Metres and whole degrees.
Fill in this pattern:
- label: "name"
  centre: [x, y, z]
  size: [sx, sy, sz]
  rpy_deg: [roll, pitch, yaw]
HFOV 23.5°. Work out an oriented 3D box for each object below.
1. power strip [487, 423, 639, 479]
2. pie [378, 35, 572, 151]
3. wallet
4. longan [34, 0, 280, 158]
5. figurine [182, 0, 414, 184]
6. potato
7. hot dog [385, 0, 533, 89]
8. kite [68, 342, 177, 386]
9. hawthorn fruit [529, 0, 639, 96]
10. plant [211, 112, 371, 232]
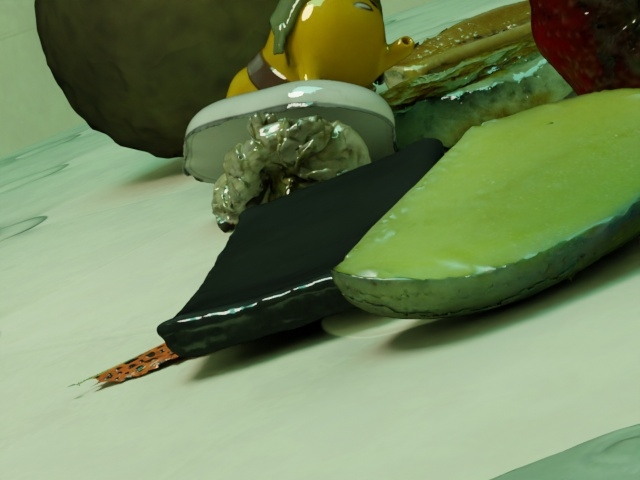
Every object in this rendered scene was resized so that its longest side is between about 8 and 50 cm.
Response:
- label: "power strip"
  centre: [-0.065, 0.128, 0.307]
  size: [0.385, 0.062, 0.091]
  rpy_deg: [-21, 10, 0]
- label: "pie"
  centre: [0.137, -0.128, 1.325]
  size: [0.240, 0.054, 0.240]
  rpy_deg: [-22, 10, 4]
- label: "wallet"
  centre: [0.000, -0.001, 0.904]
  size: [0.146, 0.030, 0.285]
  rpy_deg: [-16, 13, 11]
- label: "longan"
  centre: [-0.148, -0.285, 1.792]
  size: [0.391, 0.391, 0.391]
  rpy_deg: [-19, 10, 3]
- label: "figurine"
  centre: [-0.027, -0.134, 1.239]
  size: [0.166, 0.141, 0.250]
  rpy_deg: [10, -16, -34]
- label: "potato"
  centre: [0.099, -0.009, 0.743]
  size: [0.198, 0.054, 0.119]
  rpy_deg: [-33, 38, -25]
- label: "hot dog"
  centre: [0.193, -0.194, 1.538]
  size: [0.289, 0.068, 0.083]
  rpy_deg: [-20, 32, -24]
- label: "kite"
  centre: [-0.025, 0.036, 0.879]
  size: [0.222, 0.008, 0.125]
  rpy_deg: [-18, 10, 13]
- label: "hawthorn fruit"
  centre: [0.231, -0.154, 1.008]
  size: [0.181, 0.181, 0.235]
  rpy_deg: [-16, -2, 22]
- label: "plant"
  centre: [-0.017, -0.029, 1.099]
  size: [0.116, 0.104, 0.122]
  rpy_deg: [-53, 33, 25]
